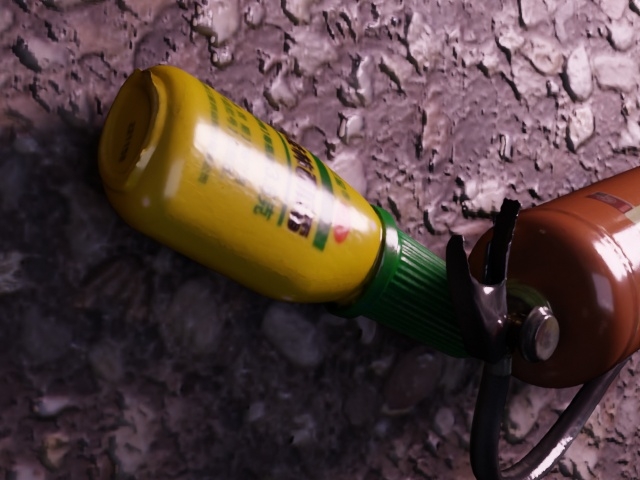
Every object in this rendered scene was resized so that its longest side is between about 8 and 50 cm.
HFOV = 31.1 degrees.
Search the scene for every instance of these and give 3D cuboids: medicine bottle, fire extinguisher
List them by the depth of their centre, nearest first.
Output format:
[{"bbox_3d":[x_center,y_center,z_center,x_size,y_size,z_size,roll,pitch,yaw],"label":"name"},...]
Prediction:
[{"bbox_3d":[0.000,0.000,0.708,0.309,0.076,0.111,30,44,-38],"label":"medicine bottle"},{"bbox_3d":[0.199,0.047,0.773,0.376,0.113,0.200,-18,99,-47],"label":"fire extinguisher"}]
